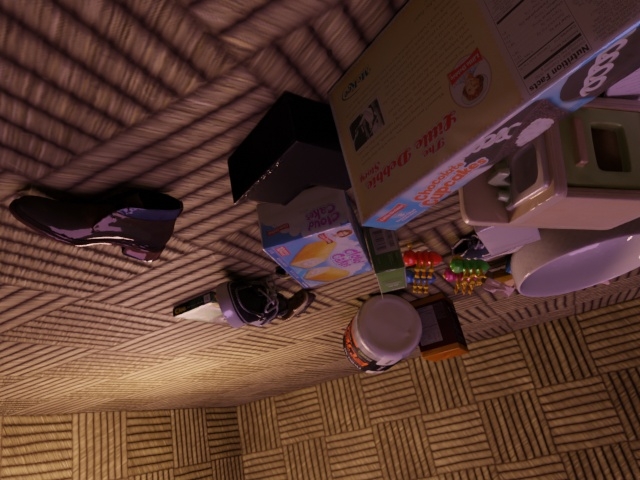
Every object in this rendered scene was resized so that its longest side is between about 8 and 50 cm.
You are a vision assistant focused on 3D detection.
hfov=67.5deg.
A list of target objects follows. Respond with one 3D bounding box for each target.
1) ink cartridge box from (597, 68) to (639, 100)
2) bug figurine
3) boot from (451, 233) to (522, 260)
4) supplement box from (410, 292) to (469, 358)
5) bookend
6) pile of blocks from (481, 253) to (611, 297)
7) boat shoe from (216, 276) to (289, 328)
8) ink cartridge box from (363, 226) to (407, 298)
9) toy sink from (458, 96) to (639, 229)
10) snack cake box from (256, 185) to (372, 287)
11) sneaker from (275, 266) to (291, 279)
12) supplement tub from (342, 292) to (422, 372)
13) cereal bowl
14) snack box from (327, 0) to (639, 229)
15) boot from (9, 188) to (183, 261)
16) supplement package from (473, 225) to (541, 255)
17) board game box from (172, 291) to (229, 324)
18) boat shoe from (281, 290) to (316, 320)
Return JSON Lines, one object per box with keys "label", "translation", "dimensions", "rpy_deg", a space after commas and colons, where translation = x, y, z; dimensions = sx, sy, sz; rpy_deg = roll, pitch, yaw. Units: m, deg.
{"label": "ink cartridge box", "translation": [0.484, -0.234, 0.647], "dimensions": [0.207, 0.045, 0.208], "rpy_deg": [-19, 158, 18]}
{"label": "bug figurine", "translation": [0.296, 0.076, 1.192], "dimensions": [0.217, 0.072, 0.279], "rpy_deg": [5, 163, 10]}
{"label": "boot", "translation": [0.397, 0.005, 1.126], "dimensions": [0.086, 0.069, 0.190], "rpy_deg": [4, 155, -24]}
{"label": "supplement box", "translation": [0.411, 0.306, 1.669], "dimensions": [0.129, 0.193, 0.191], "rpy_deg": [-21, 155, 20]}
{"label": "bookend", "translation": [-0.019, -0.107, 0.657], "dimensions": [0.157, 0.072, 0.156], "rpy_deg": [5, 152, -37]}
{"label": "pile of blocks", "translation": [0.640, 0.058, 1.364], "dimensions": [0.363, 0.148, 0.112], "rpy_deg": [-12, -158, 24]}
{"label": "boat shoe", "translation": [-0.147, 0.148, 1.136], "dimensions": [0.105, 0.113, 0.306], "rpy_deg": [-22, 159, 7]}
{"label": "ink cartridge box", "translation": [0.147, 0.048, 1.050], "dimensions": [0.062, 0.108, 0.209], "rpy_deg": [-14, 157, 6]}
{"label": "toy sink", "translation": [0.328, -0.108, 0.667], "dimensions": [0.235, 0.152, 0.131], "rpy_deg": [3, 164, -7]}
{"label": "snack cake box", "translation": [0.000, 0.000, 0.893], "dimensions": [0.152, 0.089, 0.264], "rpy_deg": [-15, 157, 9]}
{"label": "sneaker", "translation": [-0.065, 0.069, 1.092], "dimensions": [0.084, 0.031, 0.035], "rpy_deg": [-20, 155, 18]}
{"label": "supplement tub", "translation": [0.189, 0.317, 1.570], "dimensions": [0.208, 0.206, 0.338], "rpy_deg": [-8, 156, -11]}
{"label": "cereal bowl", "translation": [0.614, 0.007, 1.138], "dimensions": [0.340, 0.141, 0.339], "rpy_deg": [-10, 154, -5]}
{"label": "snack box", "translation": [0.135, -0.163, 0.458], "dimensions": [0.060, 0.186, 0.322], "rpy_deg": [5, 152, -36]}
{"label": "boot", "translation": [-0.308, -0.046, 0.686], "dimensions": [0.219, 0.082, 0.106], "rpy_deg": [20, 120, -45]}
{"label": "supplement package", "translation": [0.350, -0.053, 0.925], "dimensions": [0.105, 0.105, 0.179], "rpy_deg": [-22, 156, 22]}
{"label": "board game box", "translation": [-0.250, 0.189, 1.284], "dimensions": [0.136, 0.030, 0.260], "rpy_deg": [-21, 156, 25]}
{"label": "boat shoe", "translation": [-0.063, 0.186, 1.333], "dimensions": [0.049, 0.056, 0.152], "rpy_deg": [8, 150, -29]}
